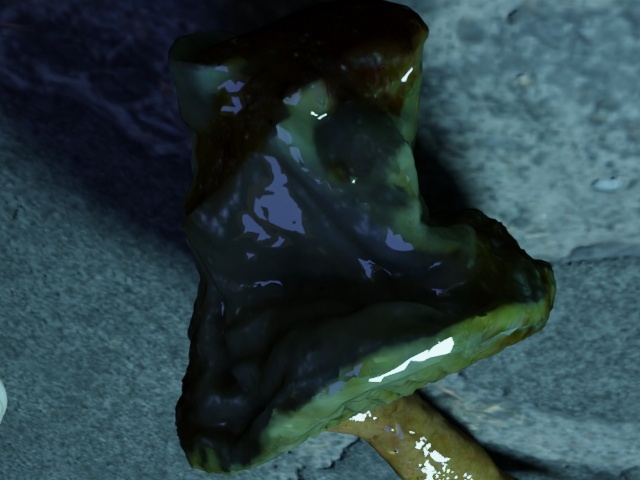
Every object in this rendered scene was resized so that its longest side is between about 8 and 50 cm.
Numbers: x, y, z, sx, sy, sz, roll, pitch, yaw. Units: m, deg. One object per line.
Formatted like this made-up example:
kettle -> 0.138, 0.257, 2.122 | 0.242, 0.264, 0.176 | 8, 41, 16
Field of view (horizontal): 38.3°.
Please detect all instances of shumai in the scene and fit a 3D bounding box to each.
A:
shumai -> 0.000, 0.000, 0.514 | 0.203, 0.222, 0.272 | 63, 150, 13

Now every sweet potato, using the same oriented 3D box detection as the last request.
sweet potato -> 0.087, 0.162, 0.695 | 0.281, 0.059, 0.067 | 35, 114, -22

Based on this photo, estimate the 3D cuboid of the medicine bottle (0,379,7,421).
medicine bottle -> -0.351, 0.199, 0.701 | 0.144, 0.252, 0.144 | 8, 134, 8
